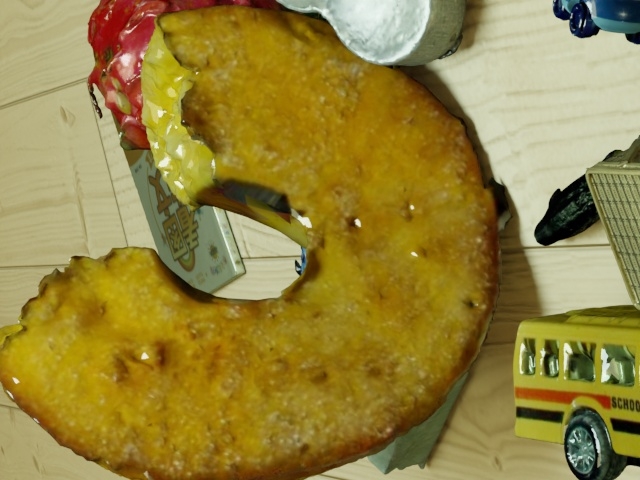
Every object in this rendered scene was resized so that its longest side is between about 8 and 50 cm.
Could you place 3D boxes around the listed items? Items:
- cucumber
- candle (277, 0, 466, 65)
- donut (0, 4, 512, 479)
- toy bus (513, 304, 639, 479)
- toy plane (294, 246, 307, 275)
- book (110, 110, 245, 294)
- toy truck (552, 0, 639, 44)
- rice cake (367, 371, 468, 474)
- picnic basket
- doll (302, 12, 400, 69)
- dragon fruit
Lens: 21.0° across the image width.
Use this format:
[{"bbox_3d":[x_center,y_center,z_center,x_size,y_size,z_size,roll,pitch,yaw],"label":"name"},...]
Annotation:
[{"bbox_3d":[0.195,-0.026,1.327,0.039,0.043,0.163,52,150,2],"label":"cucumber"},{"bbox_3d":[0.045,-0.242,1.424,0.192,0.068,0.168,35,116,24],"label":"candle"},{"bbox_3d":[-0.051,0.038,1.468,0.377,0.435,0.163,29,159,5],"label":"donut"},{"bbox_3d":[0.265,0.108,1.181,0.335,0.121,0.123,-2,92,64],"label":"toy bus"},{"bbox_3d":[0.007,-0.002,1.680,0.169,0.078,0.246,-20,80,64],"label":"toy plane"},{"bbox_3d":[-0.177,-0.075,2.065,0.208,0.020,0.295,-32,76,62],"label":"book"},{"bbox_3d":[0.208,-0.167,1.177,0.136,0.063,0.074,-118,35,-59],"label":"toy truck"},{"bbox_3d":[0.086,0.144,1.615,0.069,0.063,0.206,61,151,29],"label":"rice cake"},{"bbox_3d":[0.255,-0.012,1.132,0.115,0.079,0.164,69,164,-10],"label":"picnic basket"},{"bbox_3d":[0.049,-0.199,1.523,0.113,0.077,0.078,24,141,22],"label":"doll"},{"bbox_3d":[-0.127,-0.201,1.694,0.268,0.205,0.210,-102,10,-60],"label":"dragon fruit"}]
